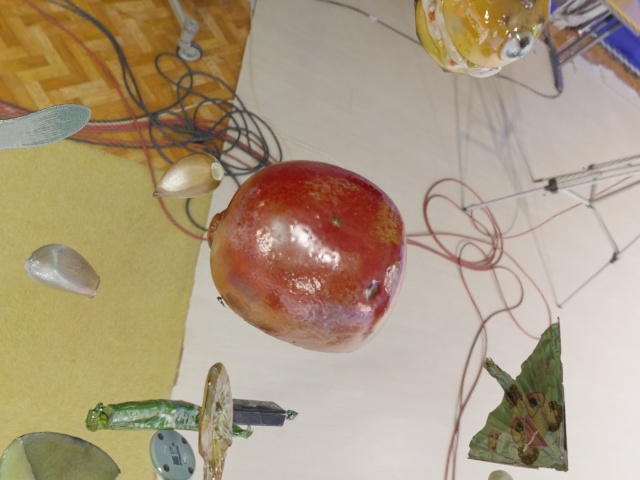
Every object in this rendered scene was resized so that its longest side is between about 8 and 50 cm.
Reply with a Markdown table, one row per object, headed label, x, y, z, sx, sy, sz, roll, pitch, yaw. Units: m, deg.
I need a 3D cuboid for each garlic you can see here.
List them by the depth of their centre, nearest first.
| label | x | y | z | sx | sy | sz | roll | pitch | yaw |
| --- | --- | --- | --- | --- | --- | --- | --- | --- | --- |
| garlic | -0.376 | -0.177 | 1.298 | 0.207 | 0.115 | 0.128 | -23 | 58 | 2 |
| garlic | -0.860 | 0.102 | 1.488 | 0.318 | 0.112 | 0.143 | 49 | 30 | -59 |

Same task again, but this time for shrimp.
| label | x | y | z | sx | sy | sz | roll | pitch | yaw |
| --- | --- | --- | --- | --- | --- | --- | --- | --- | --- |
| shrimp | -0.130 | 0.236 | 0.553 | 0.045 | 0.095 | 0.162 | 3 | 77 | -13 |

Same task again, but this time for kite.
| label | x | y | z | sx | sy | sz | roll | pitch | yaw |
| --- | --- | --- | --- | --- | --- | --- | --- | --- | --- |
| kite | 0.339 | 0.283 | 0.757 | 0.013 | 0.323 | 0.268 | 21 | 19 | -12 |

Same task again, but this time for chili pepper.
| label | x | y | z | sx | sy | sz | roll | pitch | yaw |
| --- | --- | --- | --- | --- | --- | --- | --- | --- | --- |
| chili pepper | -0.279 | 0.357 | 0.886 | 0.359 | 0.085 | 0.076 | 31 | 34 | -48 |

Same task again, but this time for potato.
| label | x | y | z | sx | sy | sz | roll | pitch | yaw |
| --- | --- | --- | --- | --- | --- | --- | --- | --- | --- |
| potato | -0.560 | 0.563 | 0.982 | 0.112 | 0.255 | 0.269 | -35 | 69 | 0 |

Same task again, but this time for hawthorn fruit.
| label | x | y | z | sx | sy | sz | roll | pitch | yaw |
| --- | --- | --- | --- | --- | --- | --- | --- | --- | --- |
| hawthorn fruit | -0.272 | -0.020 | 1.414 | 0.173 | 0.173 | 0.179 | 60 | 32 | 2 |

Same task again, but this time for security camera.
| label | x | y | z | sx | sy | sz | roll | pitch | yaw |
| --- | --- | --- | --- | --- | --- | --- | --- | --- | --- |
| security camera | -0.376 | 0.629 | 1.128 | 0.157 | 0.080 | 0.301 | 42 | 13 | -48 |

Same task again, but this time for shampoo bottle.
| label | x | y | z | sx | sy | sz | roll | pitch | yaw |
| --- | --- | --- | --- | --- | --- | --- | --- | --- | --- |
| shampoo bottle | -0.207 | 0.601 | 1.543 | 0.309 | 0.098 | 0.071 | 26 | 78 | -43 |

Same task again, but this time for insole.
| label | x | y | z | sx | sy | sz | roll | pitch | yaw |
| --- | --- | --- | --- | --- | --- | --- | --- | --- | --- |
| insole | -0.300 | -0.113 | 0.452 | 0.002 | 0.053 | 0.153 | 41 | 33 | 6 |

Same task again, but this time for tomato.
| label | x | y | z | sx | sy | sz | roll | pitch | yaw |
| --- | --- | --- | --- | --- | --- | --- | --- | --- | --- |
| tomato | 0.002 | 0.002 | 0.687 | 0.338 | 0.144 | 0.338 | 5 | 72 | -16 |

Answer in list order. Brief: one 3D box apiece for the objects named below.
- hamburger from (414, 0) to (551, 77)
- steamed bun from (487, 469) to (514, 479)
| label | x | y | z | sx | sy | sz | roll | pitch | yaw |
| --- | --- | --- | --- | --- | --- | --- | --- | --- | --- |
| hamburger | 0.365 | -0.497 | 0.950 | 0.276 | 0.237 | 0.276 | -3 | 101 | -17 |
| steamed bun | 0.411 | 0.615 | 1.016 | 0.172 | 0.141 | 0.155 | 33 | 71 | 30 |
